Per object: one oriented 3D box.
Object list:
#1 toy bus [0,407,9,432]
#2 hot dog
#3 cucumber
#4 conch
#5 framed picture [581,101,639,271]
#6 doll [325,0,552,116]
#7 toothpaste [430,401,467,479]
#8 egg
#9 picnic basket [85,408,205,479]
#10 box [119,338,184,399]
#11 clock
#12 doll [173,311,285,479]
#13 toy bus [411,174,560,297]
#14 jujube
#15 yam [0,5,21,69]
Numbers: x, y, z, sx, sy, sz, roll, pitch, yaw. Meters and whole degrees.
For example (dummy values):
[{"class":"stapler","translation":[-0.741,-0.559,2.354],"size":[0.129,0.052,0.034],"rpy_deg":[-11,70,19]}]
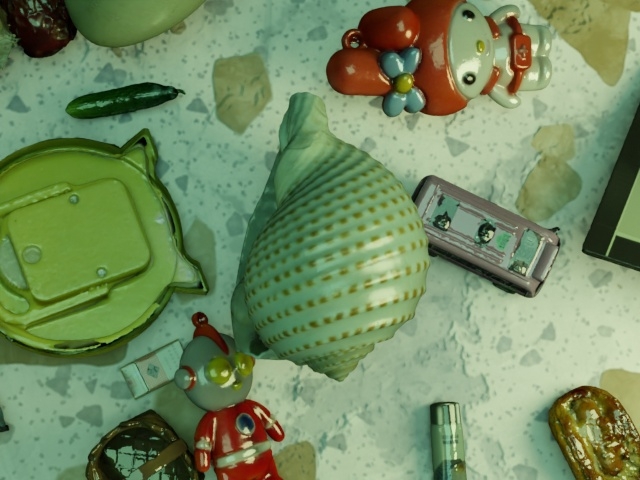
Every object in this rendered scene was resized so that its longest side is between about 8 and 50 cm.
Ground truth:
[{"class":"toy bus","translation":[-0.458,0.223,1.624],"size":[0.123,0.060,0.074],"rpy_deg":[-15,83,0]},{"class":"hot dog","translation":[0.349,0.255,1.642],"size":[0.099,0.065,0.147],"rpy_deg":[-25,84,-7]},{"class":"cucumber","translation":[-0.249,-0.180,1.673],"size":[0.155,0.037,0.037],"rpy_deg":[-10,86,-2]},{"class":"conch","translation":[0.014,0.008,1.551],"size":[0.215,0.303,0.319],"rpy_deg":[19,71,-15]},{"class":"framed picture","translation":[0.502,-0.088,1.610],"size":[0.265,0.016,0.347],"rpy_deg":[18,65,16]},{"class":"doll","translation":[0.148,-0.234,1.640],"size":[0.290,0.130,0.161],"rpy_deg":[0,92,-16]},{"class":"toothpaste","translation":[0.165,0.324,1.645],"size":[0.062,0.039,0.239],"rpy_deg":[-3,88,-9]},{"class":"egg","translation":[-0.211,-0.373,1.598],"size":[0.218,0.218,0.295],"rpy_deg":[26,91,1]},{"class":"picnic basket","translation":[-0.213,0.284,1.565],"size":[0.128,0.178,0.138],"rpy_deg":[-40,88,-3]},{"class":"box","translation":[-0.208,0.164,1.658],"size":[0.083,0.012,0.046],"rpy_deg":[-27,88,-5]},{"class":"clock","translation":[-0.308,0.010,1.638],"size":[0.294,0.071,0.277],"rpy_deg":[-13,77,-14]},{"class":"doll","translation":[-0.114,0.205,1.616],"size":[0.142,0.076,0.245],"rpy_deg":[-12,85,-46]},{"class":"toy bus","translation":[0.202,-0.006,1.635],"size":[0.199,0.108,0.096],"rpy_deg":[26,85,1]},{"class":"jujube","translation":[-0.362,-0.314,1.645],"size":[0.104,0.104,0.165],"rpy_deg":[-20,95,-3]},{"class":"yam","translation":[-0.536,-0.331,1.584],"size":[0.241,0.241,0.348],"rpy_deg":[-29,90,-4]}]
